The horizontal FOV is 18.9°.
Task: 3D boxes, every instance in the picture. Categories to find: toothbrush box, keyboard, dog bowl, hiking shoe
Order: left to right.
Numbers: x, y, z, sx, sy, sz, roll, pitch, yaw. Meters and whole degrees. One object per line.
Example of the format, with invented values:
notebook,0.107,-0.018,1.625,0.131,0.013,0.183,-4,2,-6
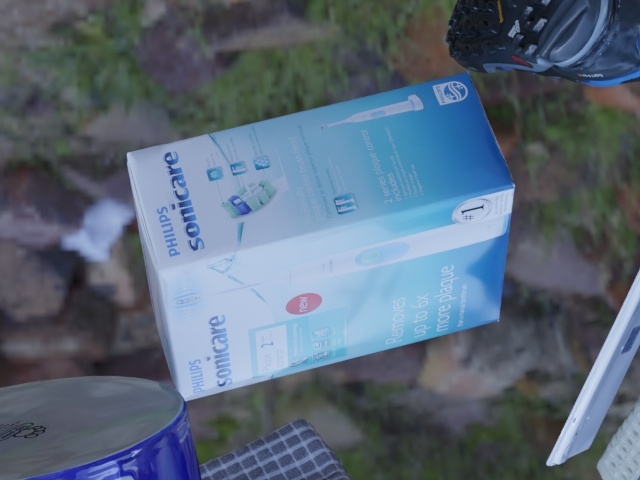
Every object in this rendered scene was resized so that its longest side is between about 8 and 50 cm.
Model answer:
dog bowl,-0.225,0.194,1.498,0.265,0.265,0.104,-8,103,1
toothbrush box,0.000,0.000,1.611,0.295,0.126,0.216,-13,147,-8
hiking shoe,0.203,-0.177,1.648,0.132,0.304,0.113,19,98,-20
keyboard,0.264,0.087,1.671,0.072,0.014,0.256,-21,139,-55

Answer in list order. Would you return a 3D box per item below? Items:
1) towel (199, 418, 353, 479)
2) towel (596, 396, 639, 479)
towel,-0.075,0.312,1.951,0.283,0.235,0.121,-23,114,-14
towel,0.426,0.247,1.875,0.056,0.312,0.324,-28,156,-31
